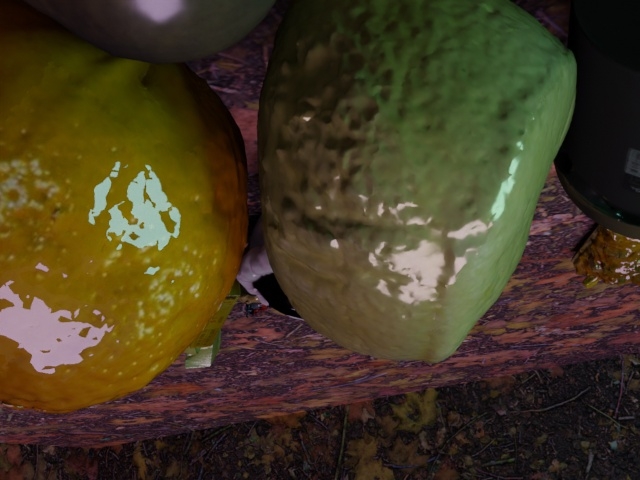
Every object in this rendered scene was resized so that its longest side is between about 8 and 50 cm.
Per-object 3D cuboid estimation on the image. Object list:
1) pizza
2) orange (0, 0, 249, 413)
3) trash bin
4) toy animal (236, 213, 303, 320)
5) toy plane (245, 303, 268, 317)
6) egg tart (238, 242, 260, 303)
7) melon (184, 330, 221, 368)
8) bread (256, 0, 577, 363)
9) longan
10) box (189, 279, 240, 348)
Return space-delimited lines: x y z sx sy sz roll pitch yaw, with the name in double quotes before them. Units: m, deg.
"pizza" 0.576 0.003 1.383 0.258 0.087 0.268 -9 158 0
"orange" -0.216 -0.042 0.661 0.293 0.340 0.341 -52 144 14
"trash bin" 0.314 -0.126 0.750 0.214 0.214 0.334 -11 152 14
"toy animal" 0.000 0.000 1.036 0.156 0.204 0.208 2 156 44
"toy plane" -0.110 0.113 1.547 0.060 0.037 0.145 -6 162 -11
"egg tart" -0.023 0.023 1.201 0.252 0.098 0.232 -3 -167 20
"melon" -0.237 0.182 1.596 0.064 0.118 0.209 6 150 7
"bread" 0.063 -0.065 0.675 0.237 0.320 0.320 18 166 15
"longan" -0.109 -0.191 0.520 0.187 0.167 0.167 15 161 6
"box" -0.156 0.046 1.166 0.041 0.153 0.279 0 160 -14
